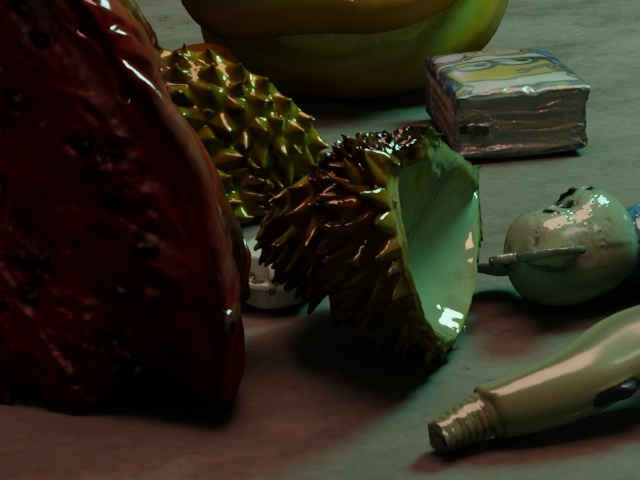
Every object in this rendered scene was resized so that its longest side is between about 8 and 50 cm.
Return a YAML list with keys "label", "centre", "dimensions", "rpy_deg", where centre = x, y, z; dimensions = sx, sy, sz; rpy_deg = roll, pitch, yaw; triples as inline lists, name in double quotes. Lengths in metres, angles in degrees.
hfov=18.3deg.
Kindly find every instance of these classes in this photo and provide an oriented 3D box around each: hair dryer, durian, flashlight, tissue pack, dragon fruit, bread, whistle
- label: "hair dryer"
  centre: [0.256, 0.074, 1.092]
  dimensions: [0.296, 0.119, 0.298]
  rpy_deg: [18, 43, 38]
- label: "durian"
  centre: [-0.106, -0.068, 1.515]
  dimensions: [0.182, 0.165, 0.132]
  rpy_deg: [37, -1, 19]
- label: "durian"
  centre: [0.038, -0.006, 1.225]
  dimensions: [0.144, 0.139, 0.252]
  rpy_deg: [21, -4, 26]
- label: "flashlight"
  centre: [0.000, 0.000, 1.384]
  dimensions: [0.093, 0.047, 0.200]
  rpy_deg: [5, 23, 25]
- label: "tissue pack"
  centre: [0.155, -0.119, 1.685]
  dimensions: [0.115, 0.065, 0.155]
  rpy_deg: [-4, 19, -6]
- label: "dragon fruit"
  centre: [-0.135, -0.081, 1.227]
  dimensions: [0.286, 0.329, 0.228]
  rpy_deg: [5, 14, 25]
- label: "bread"
  centre: [0.010, -0.250, 1.808]
  dimensions: [0.315, 0.211, 0.270]
  rpy_deg: [-2, -24, 13]
- label: "whistle"
  centre: [0.220, -0.003, 1.315]
  dimensions: [0.235, 0.077, 0.114]
  rpy_deg: [-7, -6, -18]

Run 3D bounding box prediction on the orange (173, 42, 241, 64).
- label: "orange"
  centre: [-0.107, -0.141, 1.779]
  dimensions: [0.083, 0.070, 0.083]
  rpy_deg: [-7, 3, 0]
